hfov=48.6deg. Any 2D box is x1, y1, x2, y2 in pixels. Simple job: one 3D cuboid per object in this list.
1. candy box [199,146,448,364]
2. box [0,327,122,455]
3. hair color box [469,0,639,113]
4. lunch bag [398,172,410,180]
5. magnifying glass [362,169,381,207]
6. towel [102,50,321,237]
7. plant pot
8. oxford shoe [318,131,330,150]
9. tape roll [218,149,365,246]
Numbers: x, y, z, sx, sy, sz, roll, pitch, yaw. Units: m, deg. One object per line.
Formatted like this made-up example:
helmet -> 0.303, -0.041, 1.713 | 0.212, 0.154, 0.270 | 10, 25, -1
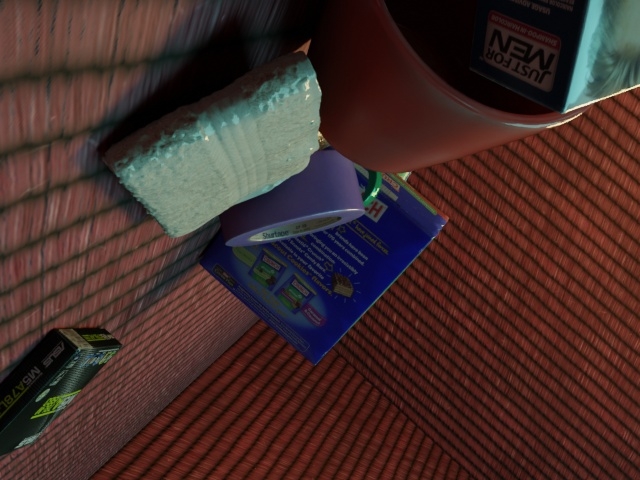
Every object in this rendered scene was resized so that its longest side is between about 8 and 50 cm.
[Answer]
candy box -> 0.000, 0.000, 1.156 | 0.317, 0.268, 0.122 | -50, 177, 29
box -> -0.348, 0.190, 0.890 | 0.184, 0.045, 0.191 | -50, 176, -6
hair color box -> 0.211, -0.275, 0.457 | 0.174, 0.105, 0.347 | -21, 132, -25
lunch bag -> 0.111, -0.165, 1.438 | 0.219, 0.090, 0.176 | -60, -152, 14
magnifying glass -> -0.019, -0.075, 1.040 | 0.231, 0.092, 0.026 | -10, 167, 25
towel -> -0.091, -0.077, 0.689 | 0.187, 0.049, 0.282 | -30, 173, -6
plant pot -> 0.113, -0.196, 0.707 | 0.275, 0.275, 0.243 | -46, -175, -25
oxford shoe -> 0.075, -0.194, 0.983 | 0.363, 0.133, 0.130 | -40, 175, -20
tape roll -> -0.041, -0.052, 0.926 | 0.189, 0.080, 0.189 | -13, 173, -2
